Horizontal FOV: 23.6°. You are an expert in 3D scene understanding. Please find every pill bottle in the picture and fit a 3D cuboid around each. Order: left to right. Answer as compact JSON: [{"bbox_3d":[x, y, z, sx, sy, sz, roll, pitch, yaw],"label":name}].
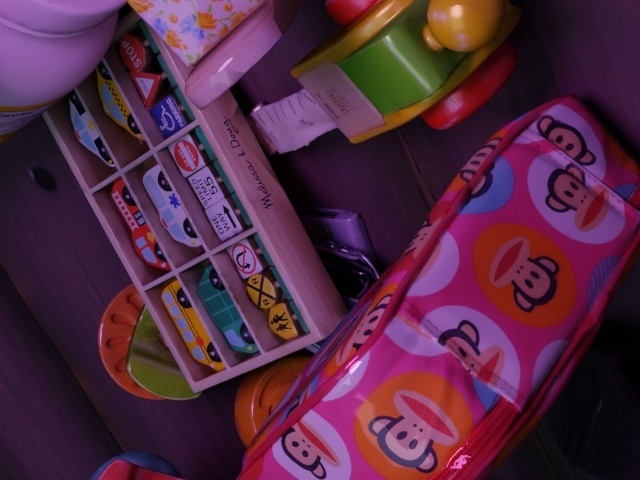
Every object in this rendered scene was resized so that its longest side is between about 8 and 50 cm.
[{"bbox_3d":[-0.261,-0.159,1.074,0.188,0.188,0.334,49,139,-13],"label":"pill bottle"}]

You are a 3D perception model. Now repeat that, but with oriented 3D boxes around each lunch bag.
[{"bbox_3d":[0.068,0.063,0.951,0.120,0.293,0.258,41,145,-1],"label":"lunch bag"}]

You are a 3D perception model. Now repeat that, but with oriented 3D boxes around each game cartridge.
[{"bbox_3d":[0.000,0.000,1.162,0.083,0.017,0.056,5,134,35],"label":"game cartridge"}]

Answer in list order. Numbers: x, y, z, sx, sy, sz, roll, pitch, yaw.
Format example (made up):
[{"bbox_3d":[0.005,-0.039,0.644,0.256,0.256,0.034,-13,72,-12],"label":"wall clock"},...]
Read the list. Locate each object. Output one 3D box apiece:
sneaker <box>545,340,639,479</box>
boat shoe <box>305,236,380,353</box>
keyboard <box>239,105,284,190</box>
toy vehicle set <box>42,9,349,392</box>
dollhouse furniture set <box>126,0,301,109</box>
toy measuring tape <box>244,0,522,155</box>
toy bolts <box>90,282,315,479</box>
[{"bbox_3d":[0.247,0.133,1.029,0.227,0.130,0.087,30,108,58],"label":"sneaker"},{"bbox_3d":[0.046,0.067,1.137,0.183,0.065,0.083,27,145,2],"label":"boat shoe"},{"bbox_3d":[-0.118,-0.071,1.179,0.180,0.023,0.108,-3,126,38],"label":"keyboard"},{"bbox_3d":[-0.099,-0.029,1.127,0.166,0.035,0.267,-28,91,47],"label":"toy vehicle set"},{"bbox_3d":[-0.178,-0.197,0.761,0.394,0.256,0.362,-41,101,15],"label":"dollhouse furniture set"},{"bbox_3d":[0.042,-0.121,0.973,0.121,0.121,0.330,47,163,-10],"label":"toy measuring tape"},{"bbox_3d":[-0.106,0.163,1.275,0.218,0.228,0.158,25,167,-14],"label":"toy bolts"}]
